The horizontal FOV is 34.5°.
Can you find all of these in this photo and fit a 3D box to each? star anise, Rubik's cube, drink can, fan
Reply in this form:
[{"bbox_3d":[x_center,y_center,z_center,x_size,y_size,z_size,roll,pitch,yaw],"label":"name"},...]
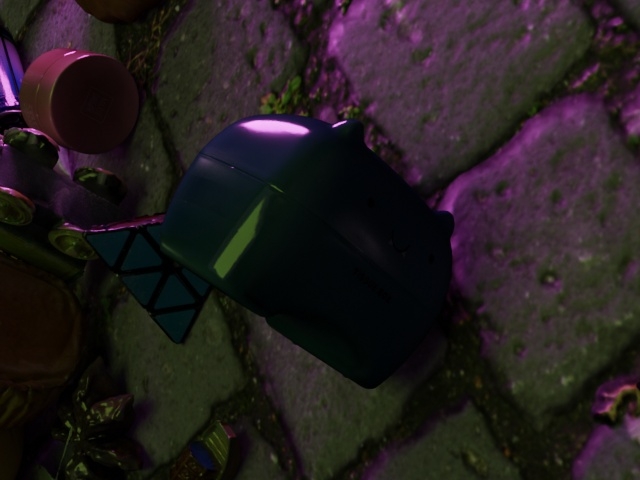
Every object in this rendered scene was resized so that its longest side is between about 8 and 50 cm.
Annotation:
[{"bbox_3d":[-0.309,0.269,1.425,0.197,0.073,0.212,-43,55,32],"label":"star anise"},{"bbox_3d":[-0.205,0.047,1.401,0.190,0.211,0.178,-147,51,-76],"label":"Rubik's cube"},{"bbox_3d":[-0.560,-0.271,1.796,0.097,0.097,0.235,-46,52,27],"label":"drink can"},{"bbox_3d":[-0.379,0.360,1.456,0.182,0.010,0.310,61,139,36],"label":"fan"}]

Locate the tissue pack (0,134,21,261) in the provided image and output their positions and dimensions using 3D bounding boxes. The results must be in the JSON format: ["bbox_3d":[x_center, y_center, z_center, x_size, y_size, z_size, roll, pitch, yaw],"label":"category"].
[{"bbox_3d":[-0.510,-0.040,1.639,0.186,0.090,0.222,37,114,-3],"label":"tissue pack"}]

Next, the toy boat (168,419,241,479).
[{"bbox_3d":[-0.156,0.290,1.271,0.172,0.066,0.065,-53,52,23],"label":"toy boat"}]

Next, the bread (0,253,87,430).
[{"bbox_3d":[-0.460,0.133,1.436,0.142,0.253,0.227,-37,38,34],"label":"bread"}]

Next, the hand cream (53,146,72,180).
[{"bbox_3d":[-0.444,-0.170,1.689,0.078,0.050,0.205,-28,66,34],"label":"hand cream"}]

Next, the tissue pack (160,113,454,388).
[{"bbox_3d":[0.000,0.000,1.036,0.198,0.287,0.206,25,78,48],"label":"tissue pack"}]

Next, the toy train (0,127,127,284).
[{"bbox_3d":[-0.399,-0.049,1.473,0.177,0.260,0.134,-26,40,49],"label":"toy train"}]

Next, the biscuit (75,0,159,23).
[{"bbox_3d":[-0.301,-0.500,1.596,0.325,0.107,0.326,-13,70,39],"label":"biscuit"}]

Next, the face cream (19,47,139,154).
[{"bbox_3d":[-0.360,-0.209,1.540,0.104,0.149,0.149,20,94,47],"label":"face cream"}]

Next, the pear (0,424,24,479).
[{"bbox_3d":[-0.607,0.289,1.530,0.348,0.348,0.349,-13,71,42],"label":"pear"}]
